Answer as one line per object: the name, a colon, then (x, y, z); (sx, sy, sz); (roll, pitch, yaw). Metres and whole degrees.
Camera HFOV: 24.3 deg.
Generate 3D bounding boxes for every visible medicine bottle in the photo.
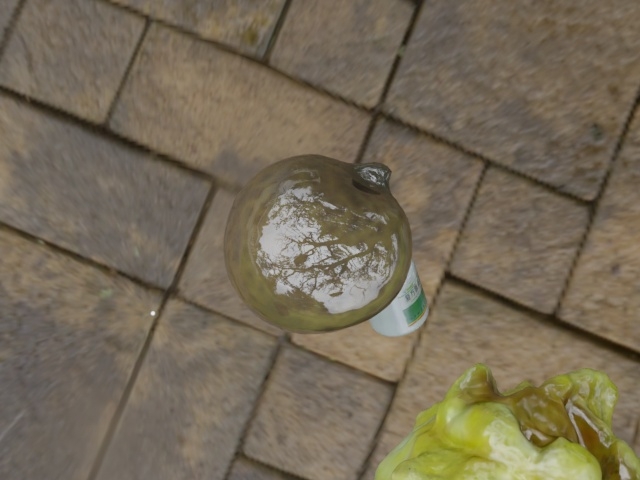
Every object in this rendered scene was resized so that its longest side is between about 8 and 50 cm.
medicine bottle: (0.086, 0.053, 1.884); (0.080, 0.080, 0.130); (-26, 131, -7)

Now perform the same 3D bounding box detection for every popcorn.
popcorn: (0.133, 0.211, 1.178); (0.255, 0.256, 0.195); (-39, 88, 24)

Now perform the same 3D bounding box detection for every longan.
longan: (0.000, 0.000, 0.842); (0.113, 0.092, 0.113); (-4, 78, 17)
